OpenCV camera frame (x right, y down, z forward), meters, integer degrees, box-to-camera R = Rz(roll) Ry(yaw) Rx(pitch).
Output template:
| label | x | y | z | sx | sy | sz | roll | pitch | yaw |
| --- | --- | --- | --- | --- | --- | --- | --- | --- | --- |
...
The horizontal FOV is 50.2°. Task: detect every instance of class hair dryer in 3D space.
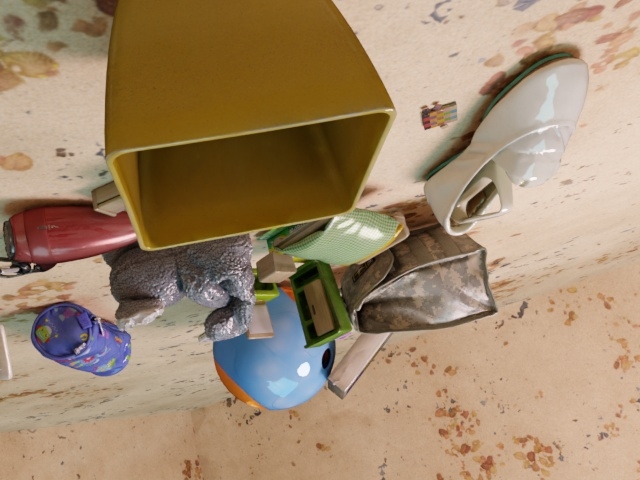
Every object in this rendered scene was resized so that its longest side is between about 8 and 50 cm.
| label | x | y | z | sx | sy | sz | roll | pitch | yaw |
| --- | --- | --- | --- | --- | --- | --- | --- | --- | --- |
| hair dryer | -0.393 | 0.000 | 0.992 | 0.293 | 0.080 | 0.223 | -10 | 179 | 7 |

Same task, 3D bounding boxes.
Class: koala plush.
| label | x | y | z | sx | sy | sz | roll | pitch | yaw |
| --- | --- | --- | --- | --- | --- | --- | --- | --- | --- |
| koala plush | -0.226 | 0.048 | 1.070 | 0.221 | 0.196 | 0.203 | -8 | 150 | -19 |

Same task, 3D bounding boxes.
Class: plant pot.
| label | x | y | z | sx | sy | sz | roll | pitch | yaw |
| --- | --- | --- | --- | --- | --- | --- | --- | --- | --- |
| plant pot | -0.078 | -0.127 | 0.603 | 0.212 | 0.187 | 0.212 | -11 | 162 | -11 |

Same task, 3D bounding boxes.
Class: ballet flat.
| label | x | y | z | sx | sy | sz | roll | pitch | yaw |
| --- | --- | --- | --- | --- | --- | --- | --- | --- | --- |
| ballet flat | 0.282 | -0.116 | 1.027 | 0.139 | 0.139 | 0.400 | -8 | 161 | -21 |

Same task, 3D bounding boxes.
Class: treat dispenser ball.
| label | x | y | z | sx | sy | sz | roll | pitch | yaw |
| --- | --- | --- | --- | --- | --- | --- | --- | --- | --- |
| treat dispenser ball | -0.107 | 0.250 | 1.598 | 0.288 | 0.288 | 0.288 | -13 | 163 | -4 |

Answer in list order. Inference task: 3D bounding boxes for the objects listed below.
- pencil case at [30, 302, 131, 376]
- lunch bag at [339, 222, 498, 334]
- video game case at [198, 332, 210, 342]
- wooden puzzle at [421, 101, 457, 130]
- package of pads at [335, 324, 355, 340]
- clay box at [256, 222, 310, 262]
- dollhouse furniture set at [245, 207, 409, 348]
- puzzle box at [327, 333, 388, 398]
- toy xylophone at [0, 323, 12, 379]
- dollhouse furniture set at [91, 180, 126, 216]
| label | x | y | z | sx | sy | sz | roll | pitch | yaw |
| --- | --- | --- | --- | --- | --- | --- | --- | --- | --- |
| pencil case | -0.496 | 0.215 | 1.460 | 0.133 | 0.119 | 0.306 | -22 | 163 | -5 |
| lunch bag | 0.175 | 0.081 | 1.378 | 0.287 | 0.169 | 0.235 | -15 | -166 | 0 |
| video game case | -0.252 | 0.260 | 1.968 | 0.157 | 0.019 | 0.143 | 0 | 158 | -37 |
| wooden puzzle | 0.168 | -0.174 | 0.958 | 0.049 | 0.006 | 0.083 | -16 | 163 | 7 |
| package of pads | -0.063 | 0.263 | 1.957 | 0.229 | 0.101 | 0.296 | -30 | 157 | 23 |
| clay box | 0.000 | 0.000 | 1.294 | 0.222 | 0.053 | 0.127 | 3 | 155 | -45 |
| dollhouse furniture set | 0.008 | 0.071 | 1.182 | 0.197 | 0.151 | 0.301 | 4 | 152 | -45 |
| puzzle box | 0.158 | 0.202 | 1.660 | 0.409 | 0.052 | 0.272 | -51 | 169 | -14 |
| toy xylophone | -0.701 | 0.270 | 1.207 | 0.081 | 0.236 | 0.322 | 5 | -156 | 31 |
| dollhouse furniture set | -0.187 | -0.035 | 0.949 | 0.182 | 0.101 | 0.161 | -20 | 162 | 19 |
